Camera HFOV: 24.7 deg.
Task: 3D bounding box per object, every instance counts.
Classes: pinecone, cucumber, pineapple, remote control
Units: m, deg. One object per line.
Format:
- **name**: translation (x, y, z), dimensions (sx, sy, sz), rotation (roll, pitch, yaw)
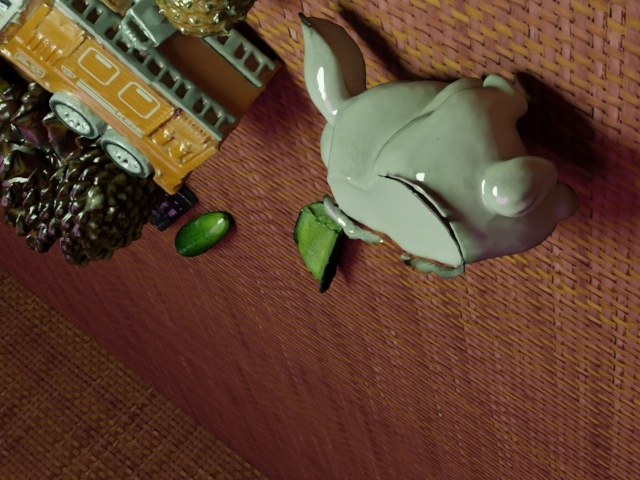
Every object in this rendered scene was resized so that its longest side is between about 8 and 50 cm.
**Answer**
- **pinecone**: translation (-0.361, -0.114, 2.079), dimensions (0.292, 0.246, 0.246), rotation (52, 169, 34)
- **cucumber**: translation (-0.184, -0.005, 2.208), dimensions (0.056, 0.056, 0.250), rotation (45, 161, -6)
- **cucumber**: translation (0.000, 0.000, 1.848), dimensions (0.070, 0.046, 0.220), rotation (42, 161, 10)
- **pineapple**: translation (-0.087, -0.266, 1.356), dimensions (0.108, 0.108, 0.198), rotation (44, 149, -3)
- **remote control**: translation (-0.240, -0.055, 2.259), dimensions (0.063, 0.025, 0.245), rotation (44, 162, -7)

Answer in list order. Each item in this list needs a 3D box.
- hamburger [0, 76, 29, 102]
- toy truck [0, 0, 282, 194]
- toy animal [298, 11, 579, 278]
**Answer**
- **hamburger**: translation (-0.504, -0.191, 2.339), dimensions (0.235, 0.125, 0.214), rotation (52, 176, 19)
- **toy truck**: translation (-0.239, -0.241, 1.575), dimensions (0.387, 0.173, 0.207), rotation (40, 158, -14)
- **toy animal**: translation (0.085, -0.080, 1.315), dimensions (0.325, 0.154, 0.208), rotation (36, 155, 35)
